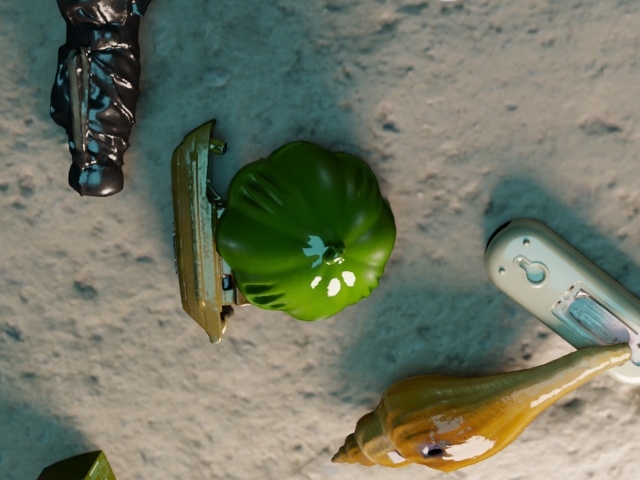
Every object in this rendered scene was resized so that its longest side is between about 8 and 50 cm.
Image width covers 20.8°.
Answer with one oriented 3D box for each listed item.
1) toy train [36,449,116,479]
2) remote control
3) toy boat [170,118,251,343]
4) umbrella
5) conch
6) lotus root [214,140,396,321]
[{"bbox_3d":[-0.234,0.342,1.835,0.090,0.137,0.225,-18,105,14],"label":"toy train"},{"bbox_3d":[0.258,0.063,1.737,0.221,0.042,0.078,38,108,-3],"label":"remote control"},{"bbox_3d":[-0.104,-0.010,1.763,0.088,0.068,0.226,-1,101,4],"label":"toy boat"},{"bbox_3d":[-0.212,-0.213,1.705,0.113,0.106,0.358,7,105,3],"label":"umbrella"},{"bbox_3d":[0.157,0.174,1.741,0.330,0.093,0.109,-18,110,23],"label":"conch"},{"bbox_3d":[0.000,0.000,1.667,0.186,0.186,0.186,2,104,8],"label":"lotus root"}]
